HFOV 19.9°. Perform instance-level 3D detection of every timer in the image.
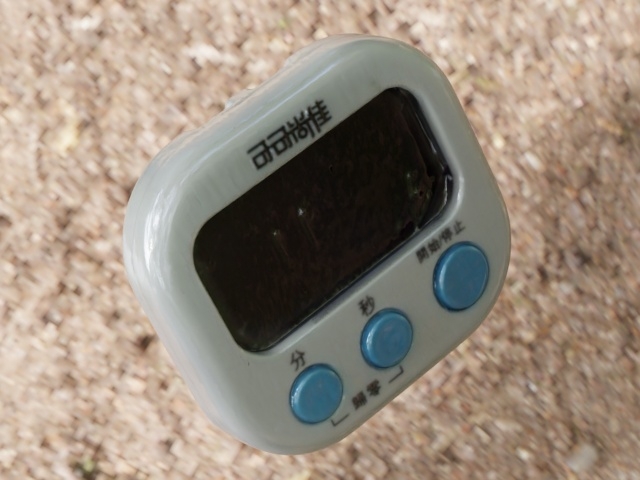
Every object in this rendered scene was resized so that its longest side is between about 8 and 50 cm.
[{"bbox_3d":[0.000,0.000,1.229,0.262,0.237,0.087,-37,25,-21],"label":"timer"}]
